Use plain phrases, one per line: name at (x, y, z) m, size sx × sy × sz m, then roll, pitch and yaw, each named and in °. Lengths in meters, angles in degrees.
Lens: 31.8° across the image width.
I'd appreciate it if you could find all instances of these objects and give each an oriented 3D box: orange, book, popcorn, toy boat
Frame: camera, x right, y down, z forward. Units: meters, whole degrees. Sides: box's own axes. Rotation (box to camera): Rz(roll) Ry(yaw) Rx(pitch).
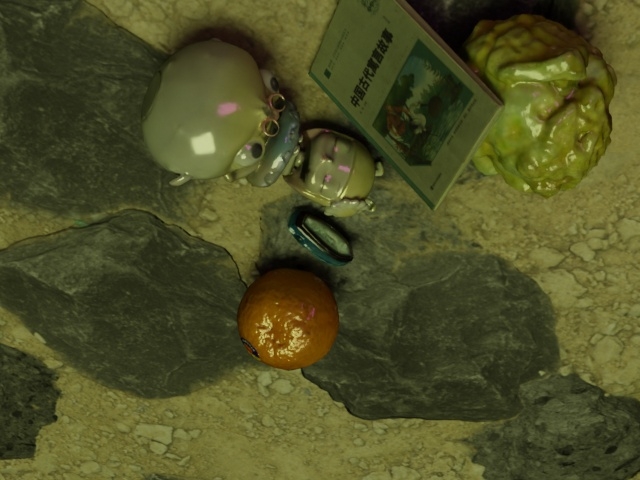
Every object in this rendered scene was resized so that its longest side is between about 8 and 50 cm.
orange at (-0.054, 0.133, 1.912) m, size 0.178 × 0.155 × 0.177 m, roll 12°, pitch 112°, yaw 32°
book at (0.107, -0.205, 1.512) m, size 0.282 × 0.025 × 0.215 m, roll 48°, pitch 138°, yaw 19°
popcorn at (0.279, -0.182, 1.487) m, size 0.256 × 0.195 × 0.255 m, roll 61°, pitch 151°, yaw -2°
toy boat at (0.000, 0.000, 1.847) m, size 0.137 × 0.060 × 0.061 m, roll 34°, pitch 156°, yaw -25°

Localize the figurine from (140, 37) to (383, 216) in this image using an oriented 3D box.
figurine at (-0.082, -0.141, 1.660) m, size 0.394 × 0.226 × 0.274 m, roll 20°, pitch 167°, yaw -26°
